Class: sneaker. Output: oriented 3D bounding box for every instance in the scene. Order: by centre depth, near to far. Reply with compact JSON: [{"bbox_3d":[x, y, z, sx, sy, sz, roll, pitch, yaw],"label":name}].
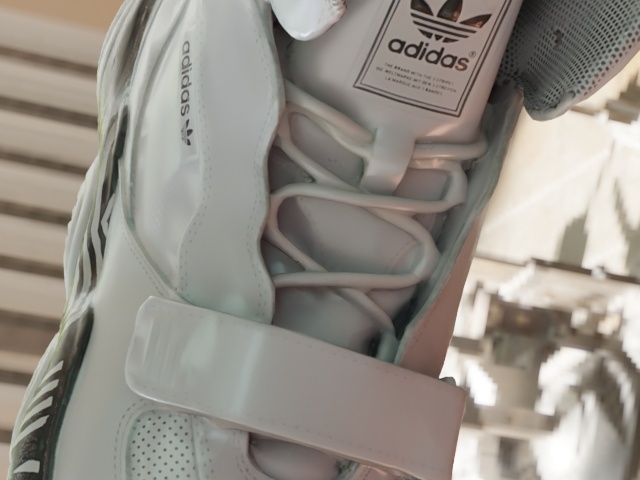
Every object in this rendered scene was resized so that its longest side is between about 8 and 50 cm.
[{"bbox_3d":[0.000,0.000,0.567,0.210,0.137,0.366,-47,34,49],"label":"sneaker"}]
